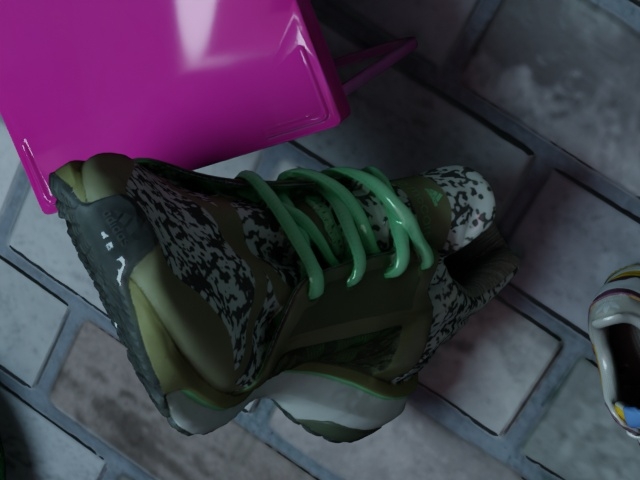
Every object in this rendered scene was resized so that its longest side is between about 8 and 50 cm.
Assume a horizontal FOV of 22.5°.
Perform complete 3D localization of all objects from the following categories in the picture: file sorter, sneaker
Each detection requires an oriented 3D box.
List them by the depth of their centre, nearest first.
[{"bbox_3d":[0.000,0.000,0.882,0.182,0.410,0.158,-36,72,13],"label":"sneaker"},{"bbox_3d":[-0.093,-0.200,0.937,0.202,0.182,0.291,-15,103,28],"label":"file sorter"},{"bbox_3d":[0.210,0.110,0.972,0.069,0.084,0.185,-25,97,30],"label":"sneaker"}]

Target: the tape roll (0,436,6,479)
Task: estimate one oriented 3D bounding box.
[{"bbox_3d":[-0.400,0.194,1.205,0.321,0.077,0.321,-2,108,-8],"label":"tape roll"}]
